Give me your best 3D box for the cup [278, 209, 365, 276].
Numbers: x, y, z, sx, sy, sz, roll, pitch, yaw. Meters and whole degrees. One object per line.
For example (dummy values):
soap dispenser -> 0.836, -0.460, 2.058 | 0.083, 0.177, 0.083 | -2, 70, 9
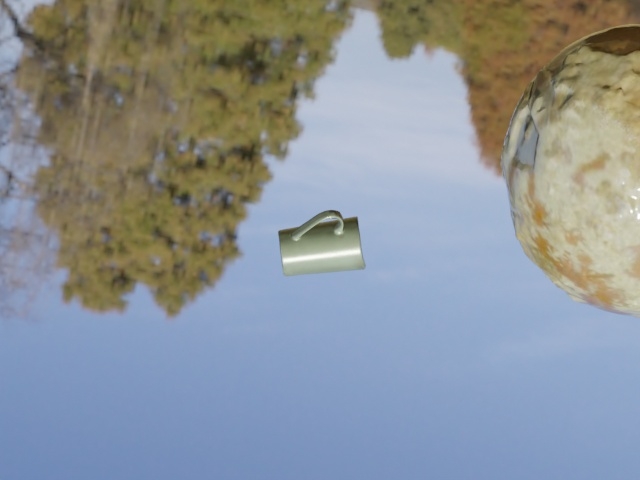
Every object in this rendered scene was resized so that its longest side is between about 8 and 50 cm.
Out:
cup -> 0.001, 0.006, 1.222 | 0.083, 0.054, 0.075 | -8, 166, 1

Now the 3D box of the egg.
egg -> 0.229, -0.047, 0.890 | 0.195, 0.233, 0.195 | -11, -135, 11
